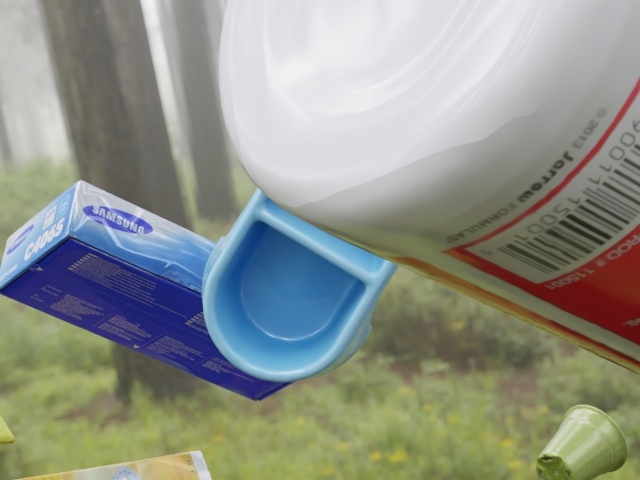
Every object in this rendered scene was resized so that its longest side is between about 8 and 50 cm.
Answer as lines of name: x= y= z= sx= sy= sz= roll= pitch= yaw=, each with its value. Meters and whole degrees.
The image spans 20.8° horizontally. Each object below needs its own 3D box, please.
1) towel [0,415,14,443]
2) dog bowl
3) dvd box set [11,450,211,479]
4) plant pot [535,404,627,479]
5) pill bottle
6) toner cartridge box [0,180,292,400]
towel: x=-0.429 y=0.176 z=1.819 sx=0.021 sy=0.102 sz=0.237 roll=-49 pitch=-30 yaw=20
dog bowl: x=0.000 y=0.000 z=1.567 sx=0.166 sy=0.297 sz=0.074 roll=31 pitch=14 yaw=1
dvd box set: x=-0.238 y=0.400 z=1.899 sx=0.062 sy=0.307 sz=0.420 roll=-30 pitch=-18 yaw=34
plant pot: x=0.272 y=0.232 z=1.871 sx=0.083 sy=0.083 sz=0.079 roll=-3 pitch=23 yaw=47
pill bottle: x=0.167 y=-0.053 z=0.860 sx=0.408 sy=0.229 sz=0.229 roll=24 pitch=-19 yaw=-40
toner cartridge box: x=-0.160 y=0.062 z=1.911 sx=0.348 sy=0.075 sz=0.165 roll=26 pitch=-38 yaw=-27
